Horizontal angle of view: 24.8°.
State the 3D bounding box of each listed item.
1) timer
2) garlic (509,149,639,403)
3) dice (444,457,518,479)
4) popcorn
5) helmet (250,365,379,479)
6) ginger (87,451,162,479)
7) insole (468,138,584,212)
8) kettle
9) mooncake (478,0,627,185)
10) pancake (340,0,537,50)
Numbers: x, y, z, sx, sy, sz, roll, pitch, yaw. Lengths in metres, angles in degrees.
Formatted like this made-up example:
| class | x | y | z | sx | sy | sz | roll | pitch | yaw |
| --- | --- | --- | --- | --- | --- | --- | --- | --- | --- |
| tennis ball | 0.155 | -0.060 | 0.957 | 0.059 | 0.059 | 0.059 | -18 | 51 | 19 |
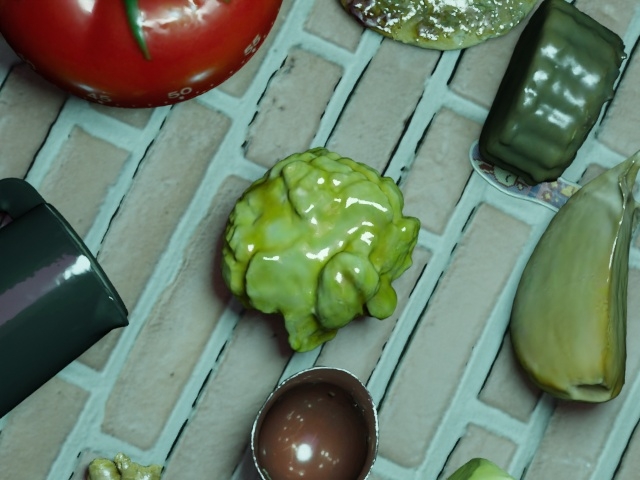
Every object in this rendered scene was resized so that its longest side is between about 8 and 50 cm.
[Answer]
| class | x | y | z | sx | sy | sz | roll | pitch | yaw |
| --- | --- | --- | --- | --- | --- | --- | --- | --- | --- |
| timer | -0.226 | -0.348 | 1.774 | 0.378 | 0.279 | 0.378 | 1 | 84 | -5 |
| garlic | 0.351 | 0.043 | 1.812 | 0.151 | 0.196 | 0.338 | 22 | 77 | -17 |
| dice | 0.200 | 0.375 | 1.754 | 0.169 | 0.169 | 0.166 | 41 | 81 | 2 |
| popcorn | 0.000 | 0.000 | 1.792 | 0.256 | 0.195 | 0.255 | -12 | 73 | -7 |
| helmet | -0.012 | 0.244 | 1.788 | 0.155 | 0.106 | 0.175 | 18 | 75 | -5 |
| ginger | -0.209 | 0.363 | 1.779 | 0.193 | 0.052 | 0.176 | 16 | 75 | -3 |
| insole | 0.283 | -0.076 | 1.915 | 0.197 | 0.004 | 0.065 | 28 | 80 | 0 |
| kettle | -0.414 | 0.098 | 1.757 | 0.308 | 0.262 | 0.203 | -36 | 121 | -12 |
| mooncake | 0.291 | -0.182 | 1.823 | 0.124 | 0.228 | 0.228 | 25 | 80 | -4 |
| pancake | 0.158 | -0.420 | 1.929 | 0.356 | 0.065 | 0.356 | 1 | 81 | -3 |
